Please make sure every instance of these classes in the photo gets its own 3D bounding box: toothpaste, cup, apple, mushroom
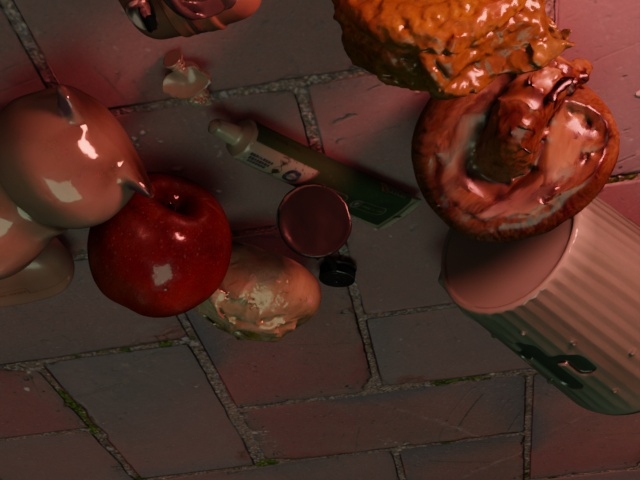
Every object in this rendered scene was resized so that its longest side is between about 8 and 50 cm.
[{"bbox_3d":[-0.008,-0.103,1.476,0.392,0.061,0.099,23,136,-37],"label":"toothpaste"},{"bbox_3d":[0.387,0.100,1.603,0.401,0.310,0.392,-33,131,32],"label":"cup"},{"bbox_3d":[-0.243,0.007,1.467,0.218,0.218,0.201,10,121,-19],"label":"apple"},{"bbox_3d":[0.273,-0.140,1.328,0.263,0.195,0.283,36,136,6],"label":"mushroom"}]

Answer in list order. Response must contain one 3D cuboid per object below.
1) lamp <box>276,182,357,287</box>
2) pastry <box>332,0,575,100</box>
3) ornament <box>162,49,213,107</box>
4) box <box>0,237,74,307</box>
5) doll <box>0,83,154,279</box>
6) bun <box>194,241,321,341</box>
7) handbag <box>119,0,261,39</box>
[{"bbox_3d":[-0.001,0.034,1.574,0.130,0.108,0.371,1,156,1],"label":"lamp"},{"bbox_3d":[0.134,-0.274,1.097,0.240,0.235,0.132,-22,138,9],"label":"pastry"},{"bbox_3d":[-0.180,-0.215,1.312,0.068,0.041,0.092,2,145,-4],"label":"ornament"},{"bbox_3d":[-0.512,0.047,1.607,0.200,0.088,0.146,-11,145,12],"label":"box"},{"bbox_3d":[-0.417,-0.076,1.348,0.370,0.226,0.215,-28,109,15],"label":"doll"},{"bbox_3d":[-0.117,0.097,1.639,0.239,0.141,0.239,9,157,4],"label":"bun"},{"bbox_3d":[-0.157,-0.331,0.940,0.149,0.283,0.302,-12,144,8],"label":"handbag"}]
